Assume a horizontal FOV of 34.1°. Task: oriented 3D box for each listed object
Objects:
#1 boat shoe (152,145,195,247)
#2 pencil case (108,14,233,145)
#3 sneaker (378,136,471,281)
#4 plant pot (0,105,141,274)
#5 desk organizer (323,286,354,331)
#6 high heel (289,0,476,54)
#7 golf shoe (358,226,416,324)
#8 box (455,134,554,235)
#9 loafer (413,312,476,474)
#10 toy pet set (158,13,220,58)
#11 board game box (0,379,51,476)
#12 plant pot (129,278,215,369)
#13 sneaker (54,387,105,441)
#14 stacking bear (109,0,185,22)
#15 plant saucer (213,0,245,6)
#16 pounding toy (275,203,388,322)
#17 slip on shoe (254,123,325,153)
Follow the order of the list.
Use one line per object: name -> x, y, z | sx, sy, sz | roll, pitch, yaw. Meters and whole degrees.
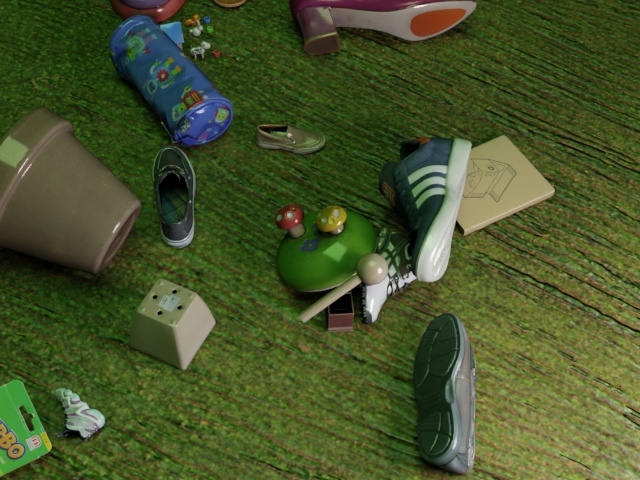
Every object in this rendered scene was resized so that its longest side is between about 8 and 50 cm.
boat shoe -> -0.267, -0.095, 1.881 | 0.080, 0.076, 0.228 | -3, 53, -4
pencil case -> -0.296, -0.304, 2.016 | 0.133, 0.119, 0.306 | -43, 61, 3
sneaker -> 0.164, -0.061, 1.803 | 0.148, 0.131, 0.350 | 11, 38, 9
plant pot -> -0.440, -0.057, 1.767 | 0.229, 0.263, 0.263 | 32, 56, -1
desk organizer -> 0.030, 0.087, 1.765 | 0.047, 0.050, 0.130 | -2, 53, -3
high heel -> 0.126, -0.507, 2.168 | 0.377, 0.127, 0.181 | -10, 64, -5
golf shoe -> 0.119, 0.061, 1.771 | 0.094, 0.077, 0.198 | 12, 54, 8
box -> 0.305, -0.106, 1.938 | 0.201, 0.021, 0.164 | -23, 56, -17
loafer -> 0.203, 0.243, 1.644 | 0.096, 0.084, 0.267 | -24, 41, 34
toy pet set -> -0.274, -0.434, 2.148 | 0.114, 0.065, 0.122 | -12, 53, -10
board game box -> -0.544, 0.316, 1.550 | 0.259, 0.039, 0.124 | -25, 90, -17
plant pot -> -0.246, 0.126, 1.699 | 0.109, 0.096, 0.109 | 21, 55, 15
sneaker -> -0.392, 0.276, 1.617 | 0.098, 0.038, 0.069 | 29, 56, 20
stacking bear -> -0.369, -0.605, 2.136 | 0.175, 0.289, 0.164 | -2, 53, -3
plant saucer -> -0.196, -0.533, 2.258 | 0.083, 0.013, 0.083 | 1, 53, -1
pounding toy -> 0.000, 0.000, 1.743 | 0.183, 0.110, 0.237 | -26, 36, 1
slip on shoe -> -0.058, -0.199, 1.988 | 0.135, 0.041, 0.051 | 7, 53, 4
